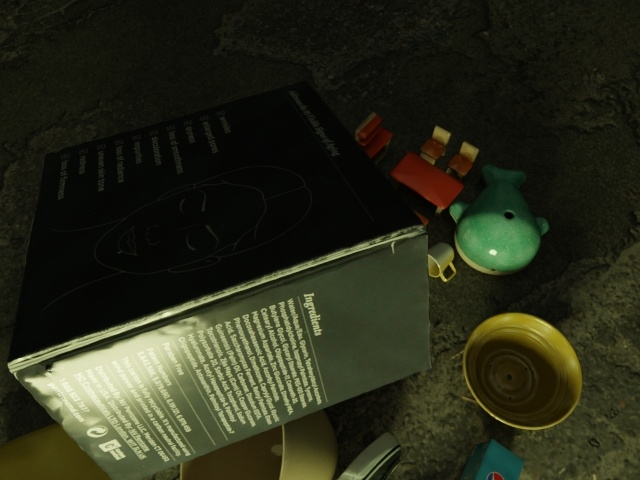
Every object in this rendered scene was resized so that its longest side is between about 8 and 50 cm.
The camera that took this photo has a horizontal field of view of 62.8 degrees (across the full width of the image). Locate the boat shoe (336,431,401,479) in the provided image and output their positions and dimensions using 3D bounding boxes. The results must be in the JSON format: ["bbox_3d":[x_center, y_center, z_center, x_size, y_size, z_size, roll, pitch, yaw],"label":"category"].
[{"bbox_3d":[0.051,0.479,0.871,0.119,0.121,0.335,32,59,24],"label":"boat shoe"}]

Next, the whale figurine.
[{"bbox_3d":[0.393,-0.063,1.138,0.216,0.141,0.272,13,64,8],"label":"whale figurine"}]

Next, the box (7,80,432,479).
[{"bbox_3d":[-0.146,0.022,0.819,0.472,0.297,0.480,-19,41,-7],"label":"box"}]

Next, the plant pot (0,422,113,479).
[{"bbox_3d":[-0.438,0.426,0.893,0.187,0.212,0.212,-35,67,-29],"label":"plant pot"}]

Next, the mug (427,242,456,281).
[{"bbox_3d":[0.258,0.043,1.144,0.064,0.078,0.062,-36,35,-24],"label":"mug"}]

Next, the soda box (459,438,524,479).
[{"bbox_3d":[0.271,0.454,0.898,0.071,0.067,0.210,34,57,6],"label":"soda box"}]

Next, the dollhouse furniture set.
[{"bbox_3d":[0.198,-0.166,1.197,0.259,0.135,0.262,35,69,17],"label":"dollhouse furniture set"}]

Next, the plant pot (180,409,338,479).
[{"bbox_3d":[-0.080,0.358,0.893,0.191,0.284,0.284,21,55,-38],"label":"plant pot"}]

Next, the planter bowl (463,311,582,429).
[{"bbox_3d":[0.374,0.255,1.008,0.217,0.090,0.217,-1,63,1],"label":"planter bowl"}]
